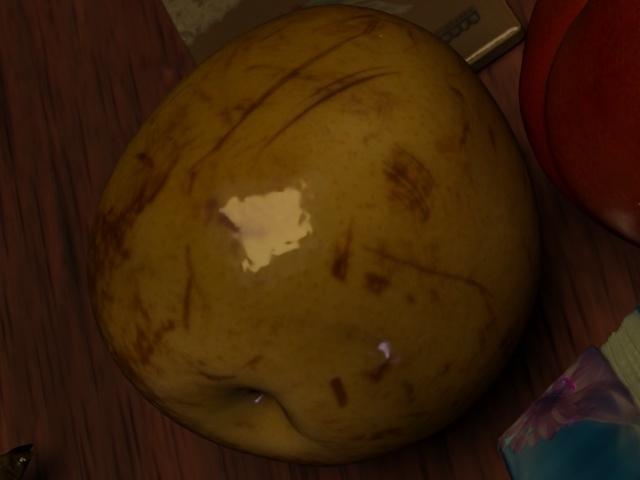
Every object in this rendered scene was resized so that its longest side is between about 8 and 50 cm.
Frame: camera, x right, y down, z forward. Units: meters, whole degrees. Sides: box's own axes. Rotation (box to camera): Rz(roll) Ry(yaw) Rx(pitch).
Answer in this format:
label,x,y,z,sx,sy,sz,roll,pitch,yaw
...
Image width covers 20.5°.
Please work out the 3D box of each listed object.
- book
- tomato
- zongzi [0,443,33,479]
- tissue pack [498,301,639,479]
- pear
label,x,y,z,sx,sy,sz,roll,pitch,yaw
book,-0.012,-0.201,1.286,0.217,0.021,0.310,-35,61,12
tomato,0.254,-0.122,1.007,0.226,0.298,0.299,26,85,-10
zongzi,-0.345,0.206,1.268,0.228,0.115,0.256,29,81,35
tissue pack,0.215,0.172,0.880,0.146,0.198,0.263,-44,17,11
pear,0.000,0.000,1.080,0.280,0.281,0.281,-8,70,24
